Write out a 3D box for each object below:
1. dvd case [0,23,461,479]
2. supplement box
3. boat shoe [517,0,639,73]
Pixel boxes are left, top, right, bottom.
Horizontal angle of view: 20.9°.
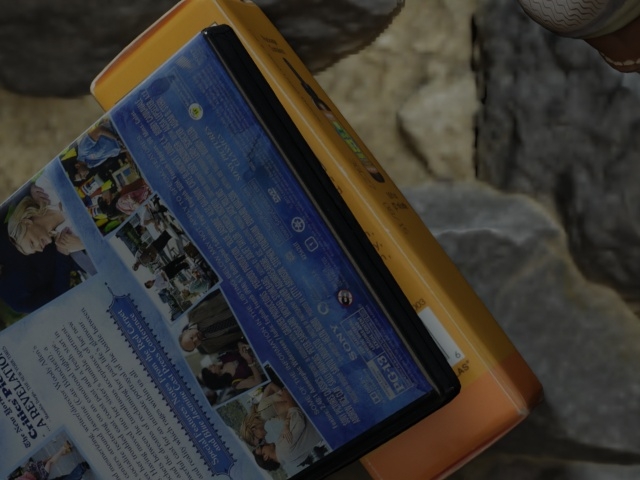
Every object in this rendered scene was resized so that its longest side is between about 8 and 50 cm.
[{"bbox_3d":[-0.079,0.048,0.762,0.253,0.022,0.180,-36,85,33],"label":"dvd case"},{"bbox_3d":[0.000,0.000,0.773,0.080,0.078,0.233,-36,83,12],"label":"supplement box"},{"bbox_3d":[0.199,-0.207,0.731,0.116,0.123,0.324,33,86,-25],"label":"boat shoe"}]
